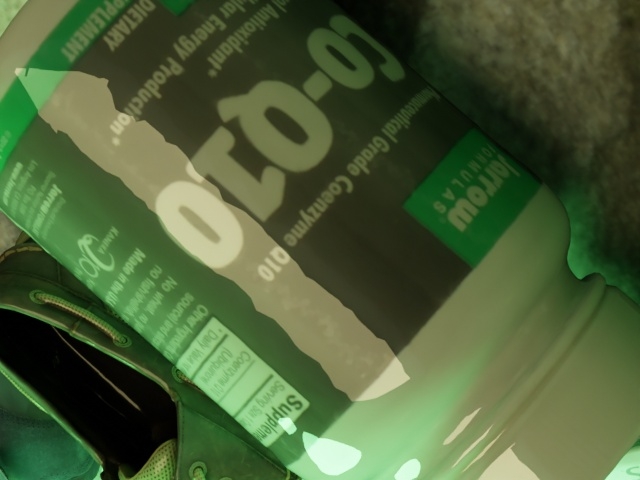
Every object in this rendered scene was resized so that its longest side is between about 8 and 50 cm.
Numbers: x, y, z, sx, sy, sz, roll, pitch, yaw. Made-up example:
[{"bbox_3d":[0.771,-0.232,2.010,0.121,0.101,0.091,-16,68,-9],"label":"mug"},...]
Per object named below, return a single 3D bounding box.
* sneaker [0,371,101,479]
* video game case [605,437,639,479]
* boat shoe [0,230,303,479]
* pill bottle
[{"bbox_3d":[-0.305,0.163,1.154,0.323,0.130,0.236,-9,108,27],"label":"sneaker"},{"bbox_3d":[0.253,0.189,0.932,0.173,0.022,0.190,-21,106,36],"label":"video game case"},{"bbox_3d":[-0.083,0.135,1.016,0.355,0.130,0.132,40,129,3],"label":"boat shoe"},{"bbox_3d":[0.000,0.000,0.846,0.361,0.204,0.204,41,129,1],"label":"pill bottle"}]
